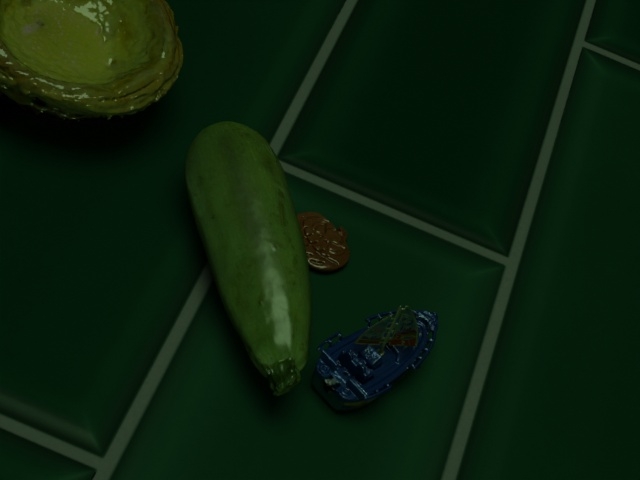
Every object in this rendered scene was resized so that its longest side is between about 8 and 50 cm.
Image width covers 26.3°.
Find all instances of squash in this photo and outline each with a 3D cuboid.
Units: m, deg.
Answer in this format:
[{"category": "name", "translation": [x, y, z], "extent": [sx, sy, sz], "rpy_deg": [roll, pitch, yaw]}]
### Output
[{"category": "squash", "translation": [-0.069, 0.016, 1.536], "extent": [0.118, 0.118, 0.370], "rpy_deg": [-3, 52, -22]}]

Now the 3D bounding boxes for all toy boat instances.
[{"category": "toy boat", "translation": [0.076, 0.110, 1.505], "extent": [0.175, 0.110, 0.091], "rpy_deg": [-27, 63, -38]}]

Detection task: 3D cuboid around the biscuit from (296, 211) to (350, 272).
[{"category": "biscuit", "translation": [0.000, 0.000, 1.641], "extent": [0.078, 0.015, 0.091], "rpy_deg": [-21, 60, -33]}]

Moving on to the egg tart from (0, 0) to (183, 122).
[{"category": "egg tart", "translation": [-0.309, -0.239, 1.673], "extent": [0.294, 0.123, 0.294], "rpy_deg": [13, 46, -14]}]
